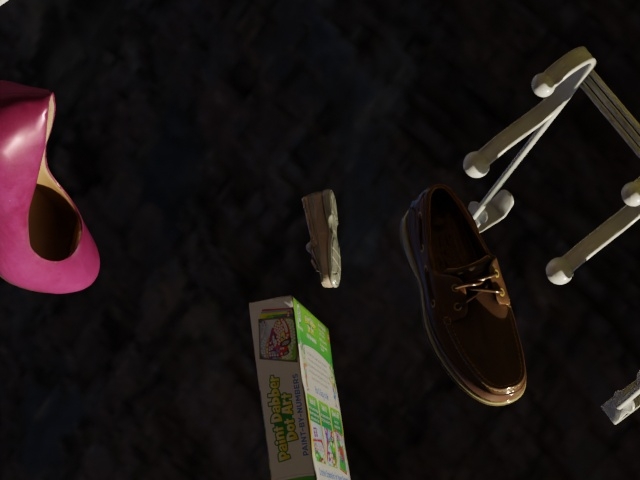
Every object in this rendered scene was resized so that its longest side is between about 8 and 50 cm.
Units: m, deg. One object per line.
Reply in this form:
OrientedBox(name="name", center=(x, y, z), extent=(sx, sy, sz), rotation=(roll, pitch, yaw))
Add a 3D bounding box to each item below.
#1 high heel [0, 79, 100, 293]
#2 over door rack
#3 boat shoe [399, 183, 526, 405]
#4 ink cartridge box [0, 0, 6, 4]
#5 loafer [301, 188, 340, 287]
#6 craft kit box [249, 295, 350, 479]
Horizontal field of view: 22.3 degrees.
OrientedBox(name="high heel", center=(-0.282, -0.043, 1.712), extent=(0.377, 0.181, 0.127), rotation=(44, -139, -60))
OrientedBox(name="over door rack", center=(0.216, 0.018, 1.325), extent=(0.239, 0.108, 0.324), rotation=(53, 161, 13))
OrientedBox(name="boat shoe", center=(0.107, 0.038, 1.214), extent=(0.064, 0.060, 0.178), rotation=(-14, -115, -14))
OrientedBox(name="ink cartridge box", center=(-0.379, -0.293, 1.616), extent=(0.092, 0.219, 0.160), rotation=(40, 157, 24))
OrientedBox(name="loafer", center=(0.000, 0.000, 1.875), extent=(0.045, 0.039, 0.125), rotation=(60, -155, -59))
OrientedBox(name="craft kit box", center=(-0.017, 0.203, 1.818), extent=(0.250, 0.061, 0.247), rotation=(52, -148, -75))
